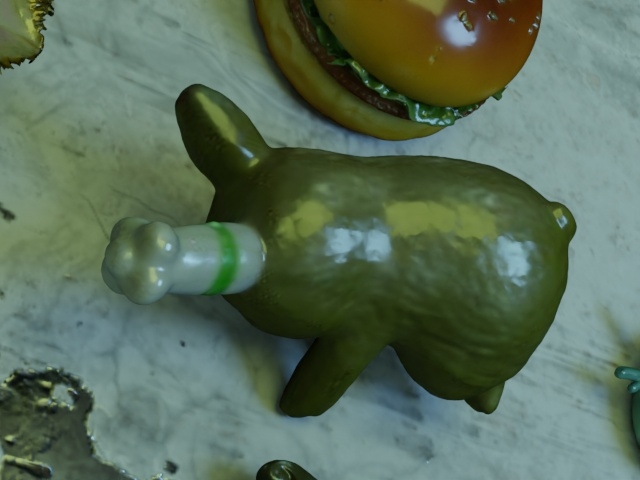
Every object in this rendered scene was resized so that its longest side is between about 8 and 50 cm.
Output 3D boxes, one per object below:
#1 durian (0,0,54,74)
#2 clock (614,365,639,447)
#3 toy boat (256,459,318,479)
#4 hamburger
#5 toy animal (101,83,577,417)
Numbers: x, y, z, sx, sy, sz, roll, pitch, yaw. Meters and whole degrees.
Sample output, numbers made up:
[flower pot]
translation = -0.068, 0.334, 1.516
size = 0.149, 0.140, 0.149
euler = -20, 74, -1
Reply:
[durian]
translation = -0.290, -0.202, 1.022
size = 0.249, 0.183, 0.138
euler = 44, 22, -17
[clock]
translation = 0.332, 0.150, 1.334
size = 0.211, 0.066, 0.159
euler = 43, 50, -10
[toy boat]
translation = -0.014, 0.237, 1.037
size = 0.077, 0.075, 0.186
euler = 28, 51, -32
[hamburger]
translation = 0.075, -0.210, 1.261
size = 0.246, 0.170, 0.246
euler = 14, 63, -30
[toy animal]
translation = -0.002, 0.010, 1.104
size = 0.362, 0.180, 0.181
euler = 7, 57, -25
